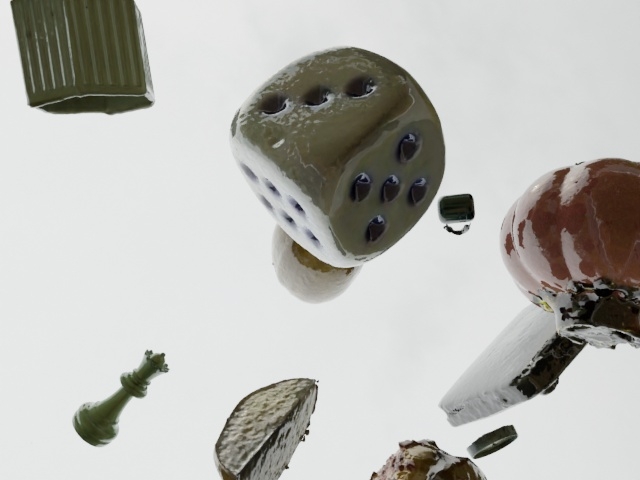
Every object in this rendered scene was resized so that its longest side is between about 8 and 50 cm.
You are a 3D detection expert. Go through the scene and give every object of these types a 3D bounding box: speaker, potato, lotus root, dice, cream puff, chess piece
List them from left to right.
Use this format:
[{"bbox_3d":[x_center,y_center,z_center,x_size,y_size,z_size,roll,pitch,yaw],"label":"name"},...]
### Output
[{"bbox_3d":[-0.167,0.131,0.488,0.042,0.042,0.093,44,-92,-7],"label":"chess piece"},{"bbox_3d":[-0.036,0.114,0.323,0.093,0.036,0.037,-37,-46,-58],"label":"potato"},{"bbox_3d":[0.000,0.000,1.029,0.182,0.310,0.183,5,-121,-8],"label":"lotus root"},{"bbox_3d":[0.022,-0.099,0.673,0.191,0.194,0.193,-41,-128,-12],"label":"dice"},{"bbox_3d":[0.131,0.367,0.682,0.240,0.163,0.240,20,-116,-48],"label":"cream puff"},{"bbox_3d":[0.282,-0.049,1.169,0.060,0.075,0.095,-56,-43,-65],"label":"speaker"}]

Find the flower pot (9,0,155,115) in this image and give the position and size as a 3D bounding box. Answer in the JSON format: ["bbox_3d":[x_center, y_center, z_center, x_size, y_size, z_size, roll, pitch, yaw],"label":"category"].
[{"bbox_3d":[-0.427,-0.338,1.037,0.209,0.239,0.190,-8,-84,-8],"label":"flower pot"}]

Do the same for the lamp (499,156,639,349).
[{"bbox_3d":[0.403,0.028,0.789,0.305,0.305,0.240,24,-110,-18],"label":"lamp"}]

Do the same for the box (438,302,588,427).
[{"bbox_3d":[0.410,0.218,1.114,0.350,0.359,0.091,-38,-102,-27],"label":"box"}]

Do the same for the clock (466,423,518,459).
[{"bbox_3d":[0.267,0.313,0.875,0.085,0.085,0.017,-4,-130,-28],"label":"clock"}]
